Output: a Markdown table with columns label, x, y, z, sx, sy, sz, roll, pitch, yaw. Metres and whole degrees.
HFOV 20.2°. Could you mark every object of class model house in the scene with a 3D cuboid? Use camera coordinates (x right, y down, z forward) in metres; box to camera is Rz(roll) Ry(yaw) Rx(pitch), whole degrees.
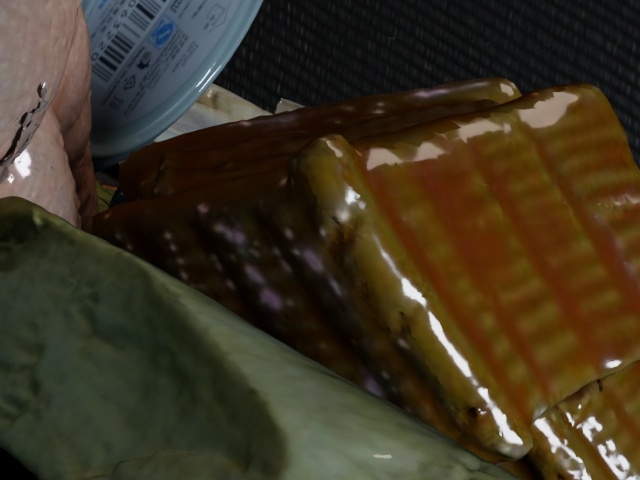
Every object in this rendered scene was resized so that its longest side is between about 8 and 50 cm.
| label | x | y | z | sx | sy | sz | roll | pitch | yaw |
| --- | --- | --- | --- | --- | --- | --- | --- | --- | --- |
| model house | 0.040 | 0.036 | 0.685 | 0.229 | 0.219 | 0.199 | -90 | 159 | -79 |

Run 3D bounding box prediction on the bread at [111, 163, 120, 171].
| label | x | y | z | sx | sy | sz | roll | pitch | yaw |
| --- | --- | --- | --- | --- | --- | --- | --- | --- | --- |
| bread | -0.208 | -0.133 | 1.309 | 0.269 | 0.087 | 0.098 | 31 | 6 | -37 |

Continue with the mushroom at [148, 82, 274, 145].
| label | x | y | z | sx | sy | sz | roll | pitch | yaw |
| --- | --- | --- | --- | --- | --- | --- | --- | --- | --- |
| mushroom | 0.000 | 0.000 | 1.141 | 0.351 | 0.095 | 0.123 | 36 | 16 | 21 |

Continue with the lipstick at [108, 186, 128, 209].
| label | x | y | z | sx | sy | sz | roll | pitch | yaw |
| --- | --- | --- | --- | --- | --- | --- | --- | --- | --- |
| lipstick | -0.090 | -0.002 | 0.891 | 0.053 | 0.053 | 0.234 | 33 | 4 | -4 |

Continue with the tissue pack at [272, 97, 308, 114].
| label | x | y | z | sx | sy | sz | roll | pitch | yaw |
| --- | --- | --- | --- | --- | --- | --- | --- | --- | --- |
| tissue pack | 0.063 | -0.008 | 1.435 | 0.234 | 0.125 | 0.159 | 23 | -6 | 23 |

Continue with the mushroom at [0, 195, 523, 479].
| label | x | y | z | sx | sy | sz | roll | pitch | yaw |
| --- | --- | --- | --- | --- | --- | --- | --- | --- | --- |
| mushroom | 0.003 | 0.077 | 0.447 | 0.333 | 0.087 | 0.107 | 31 | -2 | 30 |

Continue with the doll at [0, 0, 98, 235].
| label | x | y | z | sx | sy | sz | roll | pitch | yaw |
| --- | --- | --- | --- | --- | --- | --- | --- | --- | --- |
| doll | -0.157 | -0.063 | 0.670 | 0.303 | 0.156 | 0.201 | 91 | -15 | -71 |

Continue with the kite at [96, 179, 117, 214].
| label | x | y | z | sx | sy | sz | roll | pitch | yaw |
| --- | --- | --- | --- | --- | --- | --- | --- | --- | --- |
| kite | -0.040 | 0.037 | 1.133 | 0.377 | 0.013 | 0.327 | 32 | 5 | -25 |

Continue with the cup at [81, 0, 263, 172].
| label | x | y | z | sx | sy | sz | roll | pitch | yaw |
| --- | --- | --- | --- | --- | --- | --- | --- | --- | --- |
| cup | -0.180 | -0.163 | 1.016 | 0.274 | 0.259 | 0.357 | 36 | -25 | 19 |
